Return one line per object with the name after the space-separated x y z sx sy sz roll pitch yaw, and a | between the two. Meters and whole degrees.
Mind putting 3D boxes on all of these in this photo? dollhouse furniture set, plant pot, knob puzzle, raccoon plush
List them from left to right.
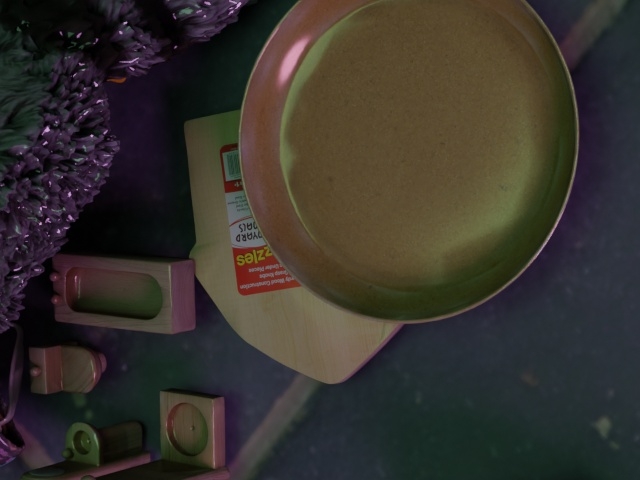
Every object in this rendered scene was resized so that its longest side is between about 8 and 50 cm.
-0.195 -0.004 1.292 0.216 0.446 0.299 54 157 40 | raccoon plush
-0.157 0.091 1.307 0.144 0.123 0.151 4 99 37 | dollhouse furniture set
0.000 0.000 1.297 0.213 0.030 0.213 0 89 26 | knob puzzle
0.058 -0.065 1.234 0.236 0.032 0.236 -1 89 26 | plant pot

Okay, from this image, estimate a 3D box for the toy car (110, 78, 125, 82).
-0.191 -0.111 1.399 0.122 0.060 0.040 -4 43 10 | toy car

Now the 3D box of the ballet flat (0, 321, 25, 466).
-0.259 0.060 1.409 0.079 0.077 0.221 -13 89 7 | ballet flat
